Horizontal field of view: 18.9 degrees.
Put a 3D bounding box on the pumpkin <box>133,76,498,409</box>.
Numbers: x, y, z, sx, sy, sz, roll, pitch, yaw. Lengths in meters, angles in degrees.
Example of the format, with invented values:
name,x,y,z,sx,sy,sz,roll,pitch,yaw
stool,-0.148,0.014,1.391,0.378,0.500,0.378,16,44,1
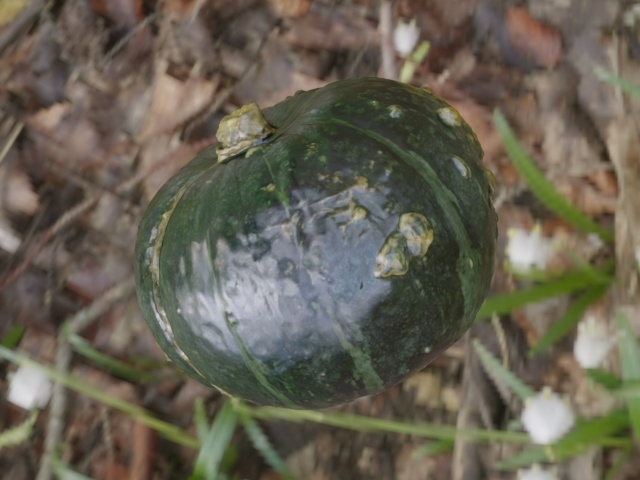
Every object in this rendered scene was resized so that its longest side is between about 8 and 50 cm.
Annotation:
name,x,y,z,sx,sy,sz,roll,pitch,yaw
pumpkin,-0.001,0.000,0.934,0.190,0.190,0.146,-11,120,14
